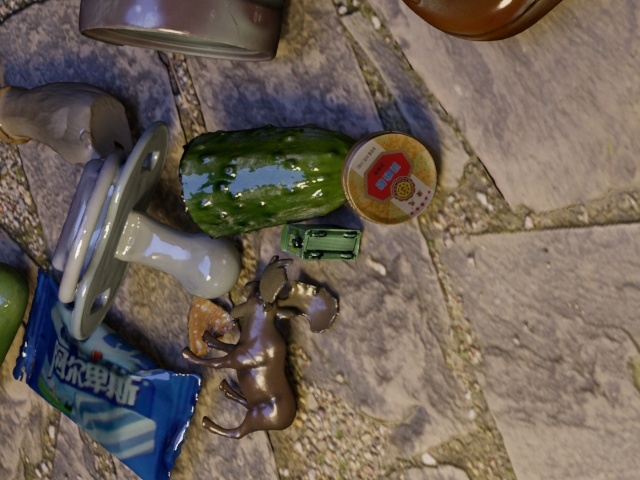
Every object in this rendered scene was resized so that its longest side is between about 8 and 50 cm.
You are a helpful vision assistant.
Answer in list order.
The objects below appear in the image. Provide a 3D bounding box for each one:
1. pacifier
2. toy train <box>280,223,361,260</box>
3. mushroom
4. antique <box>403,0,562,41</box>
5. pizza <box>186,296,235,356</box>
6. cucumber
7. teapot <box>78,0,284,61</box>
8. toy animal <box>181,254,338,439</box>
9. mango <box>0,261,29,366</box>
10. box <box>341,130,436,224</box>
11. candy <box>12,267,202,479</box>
[{"bbox_3d":[-0.204,0.003,1.732,0.225,0.238,0.287,19,94,1],"label":"pacifier"},{"bbox_3d":[0.000,0.000,1.637,0.056,0.093,0.038,19,105,48],"label":"toy train"},{"bbox_3d":[-0.333,-0.157,1.865,0.247,0.096,0.108,18,86,41],"label":"mushroom"},{"bbox_3d":[0.164,-0.318,1.480,0.278,0.129,0.224,1,92,36],"label":"antique"},{"bbox_3d":[-0.132,0.108,1.776,0.078,0.025,0.083,1,83,32],"label":"pizza"},{"bbox_3d":[-0.034,-0.075,1.647,0.244,0.134,0.134,-6,89,24],"label":"cucumber"},{"bbox_3d":[-0.161,-0.378,1.682,0.315,0.233,0.312,10,92,63],"label":"teapot"},{"bbox_3d":[-0.066,0.125,1.694,0.186,0.094,0.214,-10,102,30],"label":"toy animal"},{"bbox_3d":[-0.487,0.120,1.968,0.251,0.114,0.156,-54,35,31],"label":"mango"},{"bbox_3d":[0.075,-0.070,1.574,0.037,0.105,0.106,-136,55,-73],"label":"box"},{"bbox_3d":[-0.285,0.178,1.857,0.331,0.077,0.187,33,117,35],"label":"candy"}]
